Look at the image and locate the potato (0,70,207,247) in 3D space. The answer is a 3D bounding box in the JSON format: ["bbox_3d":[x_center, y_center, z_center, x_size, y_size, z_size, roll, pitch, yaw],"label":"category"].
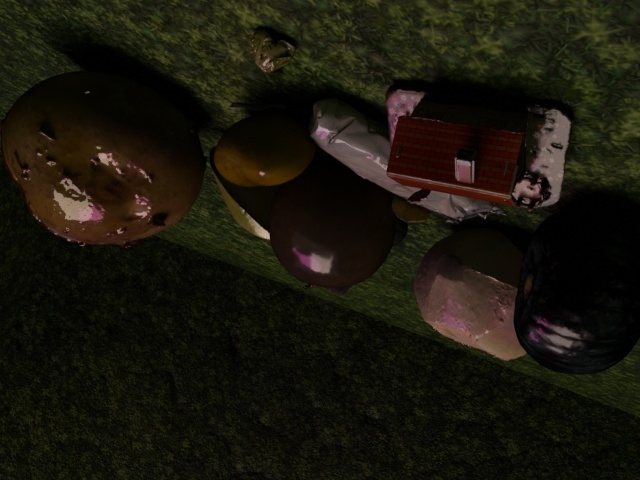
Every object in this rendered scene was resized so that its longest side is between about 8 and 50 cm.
[{"bbox_3d":[-0.466,-0.195,1.380,0.319,0.385,0.442,-13,157,43],"label":"potato"}]

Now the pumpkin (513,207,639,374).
[{"bbox_3d":[0.496,0.095,1.119,0.238,0.315,0.315,9,163,15],"label":"pumpkin"}]

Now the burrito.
[{"bbox_3d":[0.169,-0.137,1.163,0.445,0.101,0.139,26,162,-16],"label":"burrito"}]

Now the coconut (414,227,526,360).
[{"bbox_3d":[0.383,0.123,1.438,0.309,0.297,0.297,31,164,-35],"label":"coconut"}]

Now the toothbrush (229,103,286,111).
[{"bbox_3d":[-0.136,-0.283,1.268,0.162,0.014,0.017,12,151,35],"label":"toothbrush"}]

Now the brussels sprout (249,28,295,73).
[{"bbox_3d":[-0.085,-0.308,1.004,0.085,0.058,0.085,30,-178,-1],"label":"brussels sprout"}]

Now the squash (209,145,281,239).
[{"bbox_3d":[-0.178,-0.138,1.518,0.204,0.237,0.155,4,134,1],"label":"squash"}]

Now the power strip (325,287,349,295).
[{"bbox_3d":[0.055,0.020,1.644,0.251,0.257,0.092,29,-167,-39],"label":"power strip"}]

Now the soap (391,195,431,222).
[{"bbox_3d":[0.203,-0.082,1.264,0.089,0.168,0.033,33,123,1],"label":"soap"}]

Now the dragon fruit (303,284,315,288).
[{"bbox_3d":[0.007,0.017,1.791,0.227,0.243,0.307,-25,170,17],"label":"dragon fruit"}]

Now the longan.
[{"bbox_3d":[0.027,-0.033,1.404,0.319,0.319,0.319,21,167,5],"label":"longan"}]

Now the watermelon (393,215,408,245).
[{"bbox_3d":[0.180,-0.031,1.559,0.133,0.105,0.105,22,170,-37],"label":"watermelon"}]

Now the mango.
[{"bbox_3d":[-0.105,-0.183,1.210,0.332,0.195,0.142,21,137,61],"label":"mango"}]

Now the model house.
[{"bbox_3d":[0.218,-0.109,0.938,0.294,0.154,0.207,15,138,25],"label":"model house"}]
